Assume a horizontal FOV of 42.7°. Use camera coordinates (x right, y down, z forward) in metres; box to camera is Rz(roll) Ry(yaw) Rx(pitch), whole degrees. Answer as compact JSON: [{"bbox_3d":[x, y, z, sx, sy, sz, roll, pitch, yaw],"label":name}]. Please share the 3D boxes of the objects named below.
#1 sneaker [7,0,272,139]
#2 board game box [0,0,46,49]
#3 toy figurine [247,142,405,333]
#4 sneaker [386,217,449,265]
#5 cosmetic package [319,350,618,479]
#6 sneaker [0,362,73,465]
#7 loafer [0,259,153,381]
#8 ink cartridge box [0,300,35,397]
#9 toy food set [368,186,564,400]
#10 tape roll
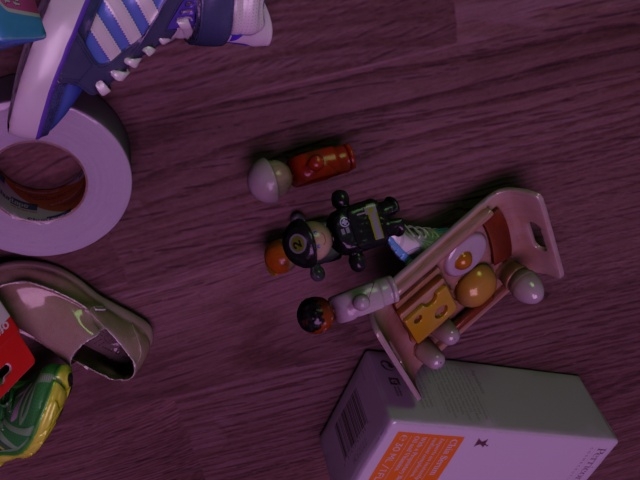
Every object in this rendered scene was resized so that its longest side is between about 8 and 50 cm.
[{"bbox_3d":[-0.168,-0.220,0.869,0.236,0.130,0.323,21,102,-27],"label":"sneaker"},{"bbox_3d":[-0.347,-0.259,0.538,0.242,0.064,0.317,-12,103,12],"label":"board game box"},{"bbox_3d":[0.000,0.000,1.062,0.148,0.213,0.210,-17,135,-17],"label":"toy figurine"},{"bbox_3d":[0.148,0.001,1.204,0.083,0.071,0.190,-43,134,10],"label":"sneaker"},{"bbox_3d":[0.256,0.349,1.437,0.453,0.161,0.230,9,124,-22],"label":"cosmetic package"},{"bbox_3d":[-0.454,0.246,1.159,0.123,0.109,0.295,39,130,-24],"label":"sneaker"},{"bbox_3d":[-0.345,0.115,1.131,0.268,0.092,0.102,29,115,-32],"label":"loafer"},{"bbox_3d":[-0.469,0.100,1.007,0.078,0.134,0.231,-14,113,28],"label":"ink cartridge box"},{"bbox_3d":[0.223,0.087,1.207,0.306,0.092,0.220,-41,139,-6],"label":"toy food set"},{"bbox_3d":[-0.340,-0.088,0.988,0.219,0.072,0.219,-8,129,-9],"label":"tape roll"}]
